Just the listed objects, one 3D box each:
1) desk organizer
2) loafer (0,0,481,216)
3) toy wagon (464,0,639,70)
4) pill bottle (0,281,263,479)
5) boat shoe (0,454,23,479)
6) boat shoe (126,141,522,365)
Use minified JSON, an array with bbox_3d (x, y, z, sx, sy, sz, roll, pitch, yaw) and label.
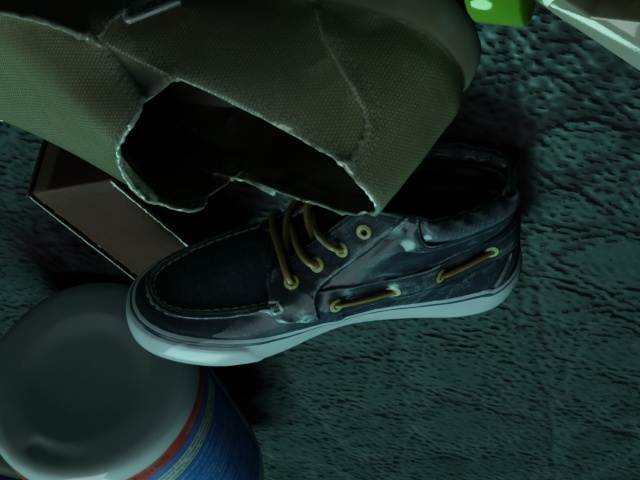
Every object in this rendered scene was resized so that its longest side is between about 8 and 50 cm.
[{"bbox_3d":[-0.077,-0.012,0.870,0.050,0.047,0.130,-8,147,33],"label":"desk organizer"},{"bbox_3d":[-0.075,-0.065,0.709,0.268,0.092,0.102,5,153,19],"label":"loafer"},{"bbox_3d":[0.167,-0.134,0.480,0.267,0.068,0.344,8,153,13],"label":"toy wagon"},{"bbox_3d":[-0.103,0.126,1.069,0.124,0.124,0.221,5,152,18],"label":"pill bottle"},{"bbox_3d":[-0.205,0.246,1.321,0.340,0.158,0.127,12,154,5],"label":"boat shoe"},{"bbox_3d":[0.000,0.000,0.805,0.183,0.065,0.083,-10,147,-4],"label":"boat shoe"}]
